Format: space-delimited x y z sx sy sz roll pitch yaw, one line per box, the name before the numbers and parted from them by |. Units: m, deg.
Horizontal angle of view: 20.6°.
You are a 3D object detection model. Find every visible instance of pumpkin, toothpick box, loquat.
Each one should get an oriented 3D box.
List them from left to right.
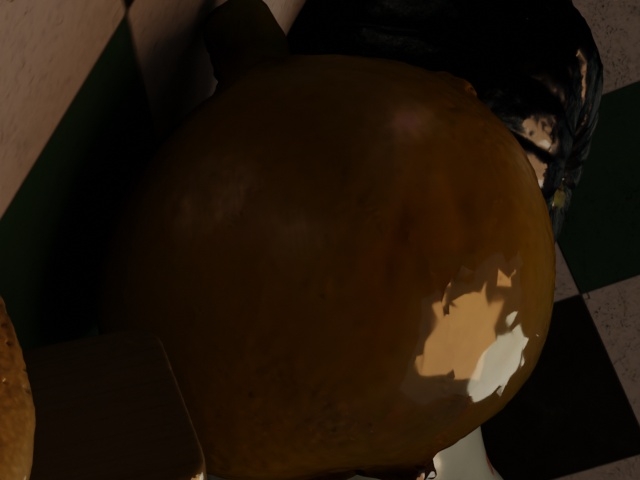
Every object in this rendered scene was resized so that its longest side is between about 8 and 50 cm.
toothpick box | -0.142 0.225 1.061 0.190 0.188 0.308 -117 -160 -54
loquat | 0.000 0.000 1.232 0.328 0.328 0.359 -2 73 -79
pumpkin | 0.108 -0.096 1.612 0.363 0.266 0.363 -59 163 -30

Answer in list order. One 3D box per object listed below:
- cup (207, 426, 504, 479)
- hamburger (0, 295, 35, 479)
cup | 0.007 0.162 1.643 0.347 0.347 0.163 -37 129 -70
hamburger | -0.198 0.061 0.598 0.108 0.214 0.213 -16 -147 46
